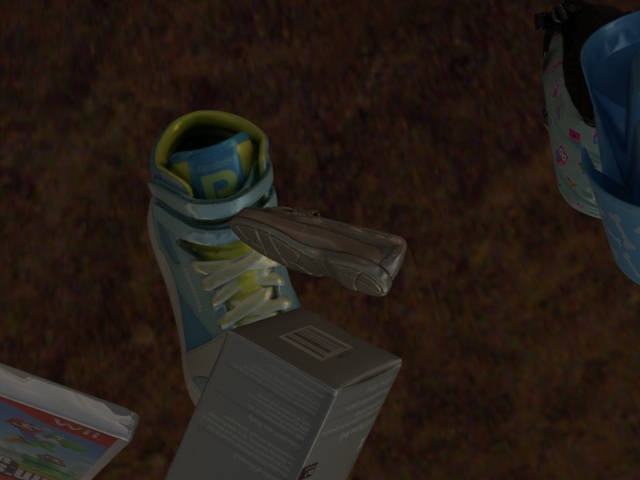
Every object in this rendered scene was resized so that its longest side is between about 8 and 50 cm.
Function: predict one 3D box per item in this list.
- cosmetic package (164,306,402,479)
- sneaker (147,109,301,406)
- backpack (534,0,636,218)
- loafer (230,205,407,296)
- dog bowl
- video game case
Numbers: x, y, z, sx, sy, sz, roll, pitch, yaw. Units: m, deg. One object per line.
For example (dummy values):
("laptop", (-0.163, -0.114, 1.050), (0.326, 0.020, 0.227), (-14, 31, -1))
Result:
("cosmetic package", (-0.047, 0.178, 1.345), (0.107, 0.127, 0.238), (27, 109, 20))
("sneaker", (-0.073, 0.028, 1.556), (0.127, 0.319, 0.208), (-20, 152, -15))
("backpack", (0.238, -0.100, 1.385), (0.152, 0.182, 0.115), (2, 128, 5))
("loafer", (0.000, 0.000, 1.188), (0.039, 0.125, 0.045), (-56, 148, -21))
("dog bowl", (0.250, -0.061, 1.142), (0.166, 0.297, 0.074), (-4, 121, 10))
("video game case", (-0.269, 0.143, 1.406), (0.204, 0.025, 0.285), (21, 155, -11))
